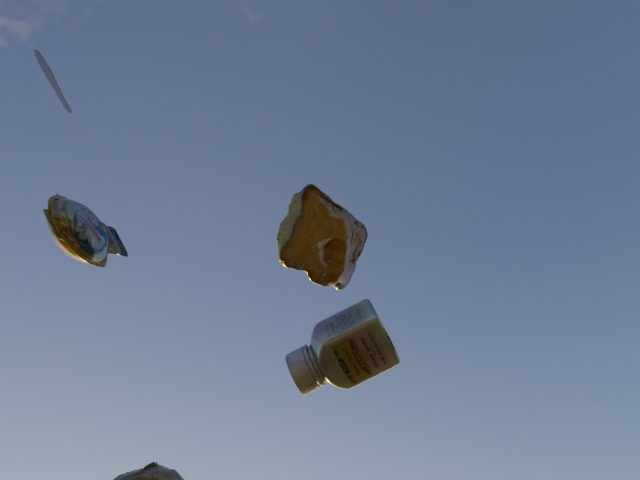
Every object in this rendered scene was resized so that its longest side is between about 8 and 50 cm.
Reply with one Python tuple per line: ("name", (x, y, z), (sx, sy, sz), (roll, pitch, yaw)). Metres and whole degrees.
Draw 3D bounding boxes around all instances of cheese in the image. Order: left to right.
("cheese", (-0.494, -0.015, 1.102), (0.069, 0.270, 0.177), (-32, -101, 1))

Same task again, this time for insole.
("insole", (-0.517, -0.305, 1.002), (0.002, 0.045, 0.135), (-43, -39, -29))

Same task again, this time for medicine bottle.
("medicine bottle", (0.023, 0.129, 0.596), (0.118, 0.055, 0.074), (-26, -67, 2))

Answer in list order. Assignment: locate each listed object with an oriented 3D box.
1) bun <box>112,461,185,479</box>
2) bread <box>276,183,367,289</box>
("bun", (-0.292, 0.461, 0.861), (0.173, 0.113, 0.167), (-39, -94, -15))
("bread", (0.000, 0.000, 1.022), (0.233, 0.088, 0.161), (33, -96, -44))
